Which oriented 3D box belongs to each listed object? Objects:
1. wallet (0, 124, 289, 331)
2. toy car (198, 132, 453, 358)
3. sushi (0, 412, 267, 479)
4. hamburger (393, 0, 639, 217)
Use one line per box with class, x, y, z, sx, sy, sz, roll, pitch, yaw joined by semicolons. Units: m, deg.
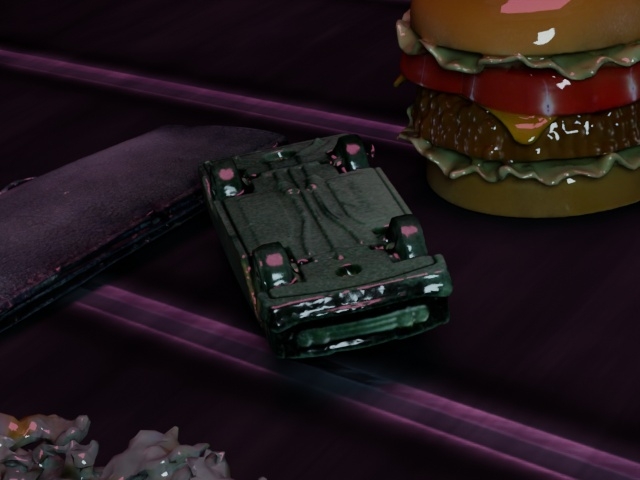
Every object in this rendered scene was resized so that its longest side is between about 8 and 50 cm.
wallet;-0.210;-0.019;1.344;0.190;0.046;0.379;12;31;40
toy car;0.000;0.000;1.168;0.141;0.097;0.321;-11;24;-8
sushi;-0.193;0.210;0.608;0.417;0.176;0.417;-10;30;6
hamburger;0.191;-0.160;1.327;0.274;0.212;0.274;-7;24;3
